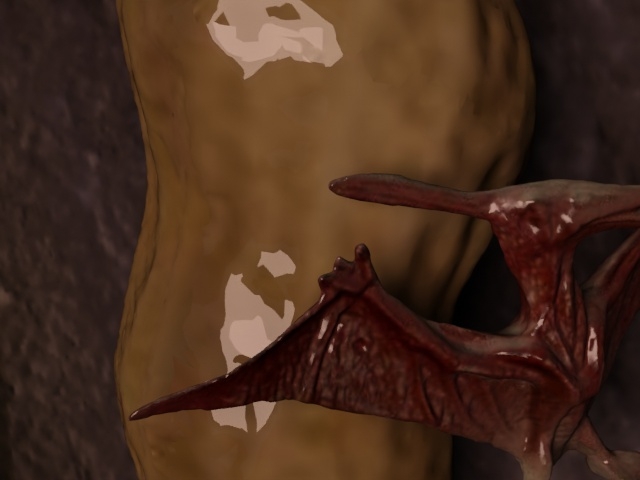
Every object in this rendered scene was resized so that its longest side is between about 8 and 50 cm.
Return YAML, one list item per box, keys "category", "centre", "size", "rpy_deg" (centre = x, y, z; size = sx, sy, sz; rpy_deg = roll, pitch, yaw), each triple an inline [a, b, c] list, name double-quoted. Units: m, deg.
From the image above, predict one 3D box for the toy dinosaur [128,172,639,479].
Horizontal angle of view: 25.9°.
- category: "toy dinosaur"
  centre: [0.057, 0.024, 0.365]
  size: [0.032, 0.220, 0.108]
  rpy_deg: [39, 140, 56]

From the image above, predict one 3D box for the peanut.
- category: "peanut"
  centre: [0.000, 0.000, 0.407]
  size: [0.123, 0.123, 0.257]
  rpy_deg: [5, 105, 21]
